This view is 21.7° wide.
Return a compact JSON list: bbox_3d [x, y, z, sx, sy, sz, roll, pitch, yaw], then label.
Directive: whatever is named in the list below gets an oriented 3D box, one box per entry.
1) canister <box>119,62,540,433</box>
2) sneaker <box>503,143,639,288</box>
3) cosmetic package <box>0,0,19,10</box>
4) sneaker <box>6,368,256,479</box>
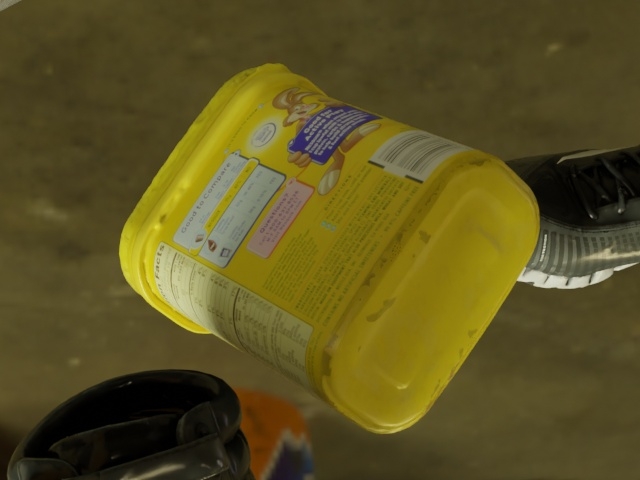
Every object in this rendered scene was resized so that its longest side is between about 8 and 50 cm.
[{"bbox_3d":[0.000,0.000,0.713,0.073,0.126,0.170,39,172,-36],"label":"canister"},{"bbox_3d":[0.178,-0.027,0.892,0.234,0.078,0.106,4,144,-31],"label":"sneaker"},{"bbox_3d":[-0.125,-0.192,0.616,0.365,0.197,0.155,-31,-168,-24],"label":"cosmetic package"},{"bbox_3d":[-0.053,0.149,0.562,0.104,0.296,0.147,-16,116,-3],"label":"sneaker"}]
